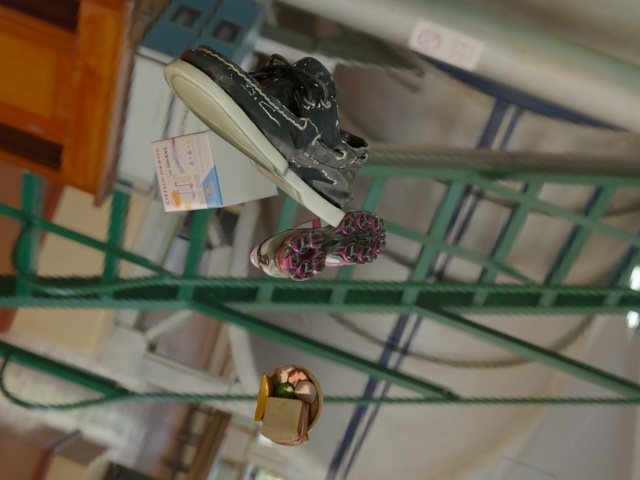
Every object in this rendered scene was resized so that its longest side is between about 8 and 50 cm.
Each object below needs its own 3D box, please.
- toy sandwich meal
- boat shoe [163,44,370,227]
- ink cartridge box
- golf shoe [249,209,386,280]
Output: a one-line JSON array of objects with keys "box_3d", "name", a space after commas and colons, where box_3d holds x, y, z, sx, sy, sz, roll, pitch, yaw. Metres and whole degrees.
[{"box_3d": [-0.036, 0.169, 1.122, 0.029, 0.085, 0.086, 20, 90, -62], "name": "toy sandwich meal"}, {"box_3d": [-0.029, -0.117, 1.030, 0.113, 0.127, 0.340, -53, 149, -2], "name": "boat shoe"}, {"box_3d": [-0.135, -0.088, 1.321, 0.090, 0.143, 0.092, -16, 98, -39], "name": "ink cartridge box"}, {"box_3d": [0.000, 0.000, 1.290, 0.186, 0.086, 0.067, -12, 102, -43], "name": "golf shoe"}]
